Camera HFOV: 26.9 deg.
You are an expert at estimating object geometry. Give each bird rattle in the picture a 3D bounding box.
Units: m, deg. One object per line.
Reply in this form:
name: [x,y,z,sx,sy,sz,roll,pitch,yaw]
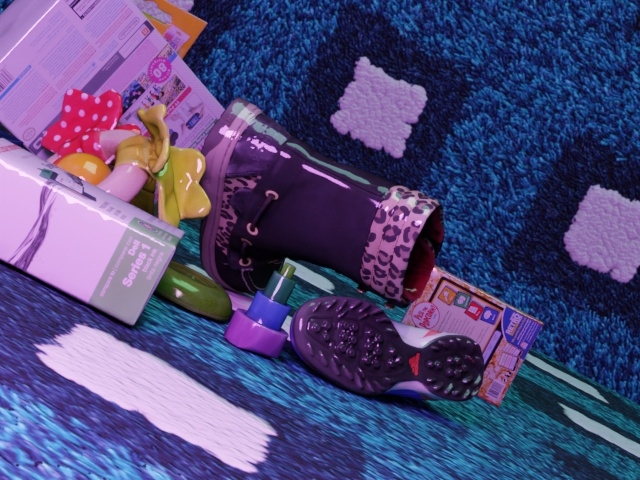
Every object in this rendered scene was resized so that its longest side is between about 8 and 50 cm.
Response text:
bird rattle: [-0.258,-0.087,1.514,0.253,0.207,0.143,21,-37,39]

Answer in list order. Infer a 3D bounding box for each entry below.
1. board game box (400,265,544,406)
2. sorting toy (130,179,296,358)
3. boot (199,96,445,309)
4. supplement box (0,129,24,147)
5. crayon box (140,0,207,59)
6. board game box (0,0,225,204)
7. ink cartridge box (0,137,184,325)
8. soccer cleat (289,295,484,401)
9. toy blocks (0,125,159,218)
board game box: [0.221,0.144,2.052,0.193,0.147,0.045,29,5,2]
sorting toy: [-0.153,0.003,1.564,0.365,0.126,0.127,31,5,38]
boot: [0.000,0.000,1.659,0.284,0.138,0.377,25,-30,14]
supplement box: [-0.378,-0.085,1.458,0.056,0.083,0.083,28,5,6]
crayon box: [-0.356,-0.275,2.131,0.203,0.323,0.083,25,21,-38]
board game box: [-0.283,-0.181,1.694,0.097,0.224,0.303,31,-15,49]
ink cartridge box: [-0.255,-0.013,1.326,0.219,0.093,0.160,28,4,-6]
soccer cleat: [0.063,0.138,1.619,0.116,0.109,0.318,-4,-15,45]
toy blocks: [-0.323,-0.199,1.942,0.309,0.260,0.288,27,5,-15]
